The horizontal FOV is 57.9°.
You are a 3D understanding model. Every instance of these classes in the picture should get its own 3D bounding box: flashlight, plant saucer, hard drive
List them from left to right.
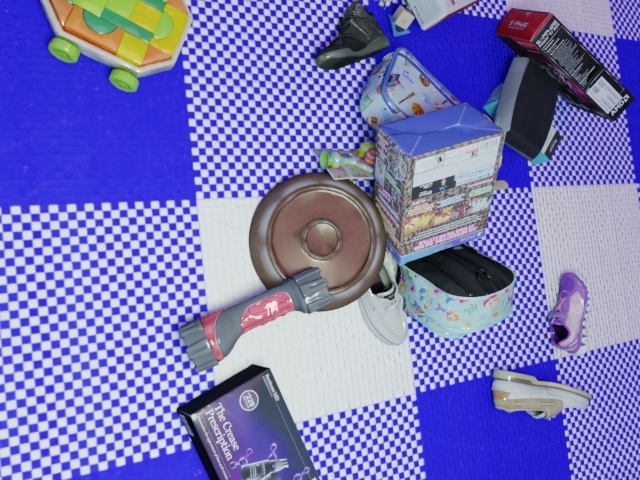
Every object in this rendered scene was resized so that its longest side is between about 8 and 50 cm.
[{"bbox_3d":[-0.122,0.154,1.149,0.304,0.103,0.103,-22,91,-10],"label":"flashlight"},{"bbox_3d":[0.000,0.000,1.260,0.310,0.050,0.311,1,85,-9],"label":"plant saucer"},{"bbox_3d":[0.570,-0.366,1.587,0.172,0.054,0.255,27,72,-22],"label":"hard drive"}]

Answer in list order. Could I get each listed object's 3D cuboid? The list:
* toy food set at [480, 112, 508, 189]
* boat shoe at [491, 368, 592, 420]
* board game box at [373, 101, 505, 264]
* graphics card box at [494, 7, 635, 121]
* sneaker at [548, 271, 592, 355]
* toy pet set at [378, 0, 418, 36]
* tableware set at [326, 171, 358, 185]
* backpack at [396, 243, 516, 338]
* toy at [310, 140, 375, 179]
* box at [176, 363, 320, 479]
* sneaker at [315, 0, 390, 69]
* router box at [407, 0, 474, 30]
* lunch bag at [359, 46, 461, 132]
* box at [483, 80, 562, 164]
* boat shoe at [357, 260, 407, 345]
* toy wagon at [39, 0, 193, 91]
[{"bbox_3d":[0.426,-0.232,1.544,0.071,0.128,0.218,-12,88,-58],"label":"toy food set"},{"bbox_3d":[0.585,0.423,1.544,0.302,0.113,0.103,15,78,-15],"label":"boat shoe"},{"bbox_3d":[0.251,-0.124,1.285,0.232,0.141,0.291,-17,134,-16],"label":"board game box"},{"bbox_3d":[0.686,-0.499,1.637,0.371,0.233,0.094,32,106,-21],"label":"graphics card box"},{"bbox_3d":[0.698,0.206,1.639,0.104,0.095,0.237,6,82,-20],"label":"sneaker"},{"bbox_3d":[0.205,-0.579,1.499,0.122,0.065,0.114,17,41,-28],"label":"toy pet set"},{"bbox_3d":[0.045,-0.085,1.359,0.104,0.024,0.154,13,78,-26],"label":"tableware set"},{"bbox_3d":[0.318,0.113,1.352,0.225,0.253,0.191,-18,117,-30],"label":"backpack"},{"bbox_3d":[0.111,-0.195,1.346,0.237,0.137,0.056,-6,130,-26],"label":"toy"},{"bbox_3d":[-0.141,0.409,1.157,0.184,0.103,0.261,-27,97,-31],"label":"box"},{"bbox_3d":[0.058,-0.490,1.384,0.227,0.087,0.130,-31,97,-31],"label":"sneaker"},{"bbox_3d":[0.288,-0.747,1.498,0.301,0.082,0.335,-38,102,-41],"label":"router box"},{"bbox_3d":[0.239,-0.324,1.425,0.303,0.115,0.243,39,51,-21],"label":"lunch bag"},{"bbox_3d":[0.581,-0.337,1.656,0.244,0.060,0.100,42,67,-17],"label":"box"},{"bbox_3d":[0.144,0.125,1.349,0.096,0.088,0.268,-24,95,-28],"label":"boat shoe"},{"bbox_3d":[-0.432,-0.463,1.125,0.344,0.068,0.267,24,73,-24],"label":"toy wagon"}]
